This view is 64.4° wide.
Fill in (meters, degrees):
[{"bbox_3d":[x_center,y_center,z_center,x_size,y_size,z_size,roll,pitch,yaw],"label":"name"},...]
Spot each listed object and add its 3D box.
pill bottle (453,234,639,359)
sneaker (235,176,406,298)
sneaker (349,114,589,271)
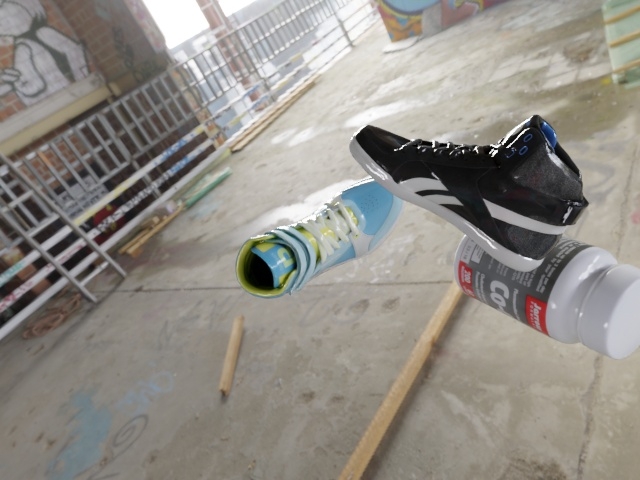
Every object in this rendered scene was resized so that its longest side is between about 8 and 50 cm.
[{"bbox_3d":[0.376,0.069,0.838,0.161,0.161,0.283,-38,34,-16],"label":"pill bottle"},{"bbox_3d":[0.000,0.000,0.838,0.319,0.127,0.208,-36,-6,11],"label":"sneaker"},{"bbox_3d":[0.140,-0.079,0.471,0.079,0.217,0.121,-42,-17,-54],"label":"sneaker"}]
